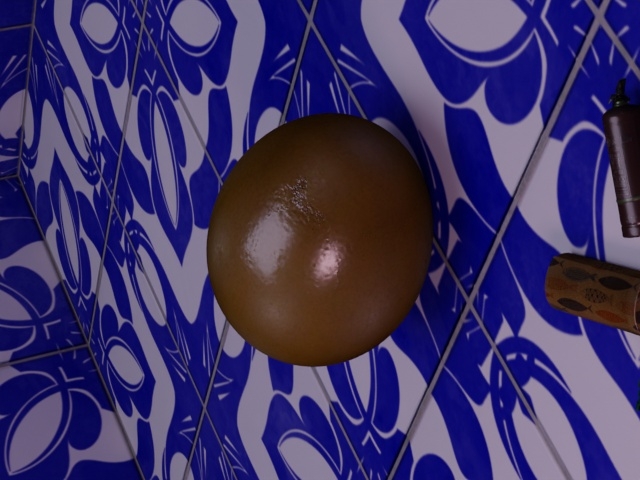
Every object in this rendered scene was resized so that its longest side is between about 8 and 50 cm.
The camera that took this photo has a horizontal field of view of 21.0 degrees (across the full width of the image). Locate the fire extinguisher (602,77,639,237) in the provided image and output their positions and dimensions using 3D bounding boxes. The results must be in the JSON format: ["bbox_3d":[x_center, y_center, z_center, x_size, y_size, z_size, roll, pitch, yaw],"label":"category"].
[{"bbox_3d":[0.308,-0.084,1.720,0.078,0.045,0.157,-116,14,-85],"label":"fire extinguisher"}]

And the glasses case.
[{"bbox_3d":[0.298,0.058,1.816,0.170,0.041,0.065,-161,62,-64],"label":"glasses case"}]

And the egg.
[{"bbox_3d":[0.000,0.000,2.156,0.283,0.282,0.351,62,148,32],"label":"egg"}]

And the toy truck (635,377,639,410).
[{"bbox_3d":[0.371,0.166,1.674,0.147,0.065,0.079,38,133,56],"label":"toy truck"}]
